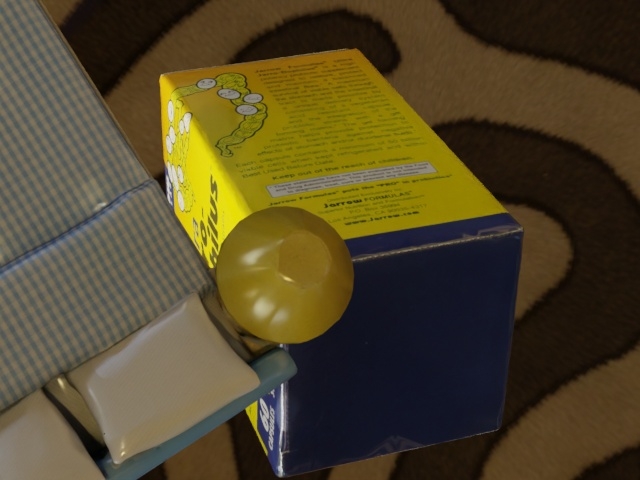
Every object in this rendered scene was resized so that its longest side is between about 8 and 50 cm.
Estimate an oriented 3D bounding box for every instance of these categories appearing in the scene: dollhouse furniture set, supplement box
[{"bbox_3d":[-0.169,-0.027,0.348,0.303,0.198,0.286,-30,87,-17],"label":"dollhouse furniture set"},{"bbox_3d":[0.000,0.000,1.092,0.195,0.356,0.194,-9,122,-17],"label":"supplement box"}]
